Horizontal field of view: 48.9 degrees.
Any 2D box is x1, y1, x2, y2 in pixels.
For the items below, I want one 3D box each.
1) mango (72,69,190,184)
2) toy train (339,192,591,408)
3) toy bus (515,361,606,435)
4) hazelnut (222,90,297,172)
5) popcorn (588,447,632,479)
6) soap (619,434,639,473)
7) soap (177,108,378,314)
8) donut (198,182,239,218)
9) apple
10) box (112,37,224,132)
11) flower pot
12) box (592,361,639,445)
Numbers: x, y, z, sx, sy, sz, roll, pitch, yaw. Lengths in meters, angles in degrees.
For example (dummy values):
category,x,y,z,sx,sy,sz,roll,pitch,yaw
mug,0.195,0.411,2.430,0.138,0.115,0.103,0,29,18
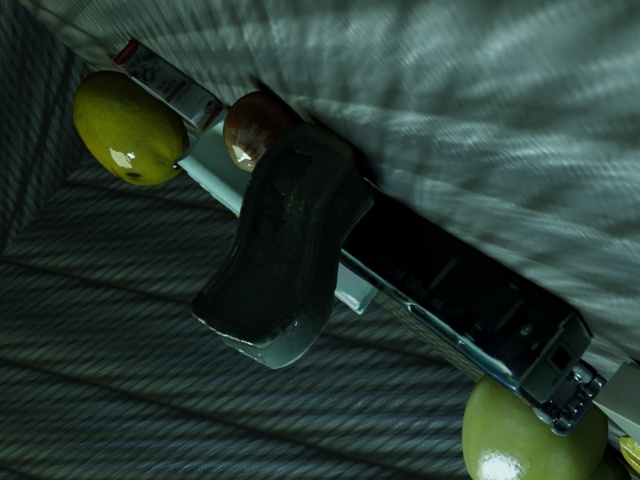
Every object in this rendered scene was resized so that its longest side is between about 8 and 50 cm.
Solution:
category,x,y,z,sx,sy,sz,roll,pitch,yaw
mango,-0.488,-0.296,1.745,0.445,0.220,0.301,41,-179,42
toy train,0.089,0.022,0.750,0.409,0.086,0.089,36,177,45
toy bus,0.227,0.132,0.796,0.174,0.079,0.077,40,-174,5
hazelnut,-0.065,-0.110,0.744,0.086,0.086,0.086,40,176,3
popcorn,0.434,0.451,1.300,0.293,0.237,0.293,41,180,0
soap,0.441,0.299,0.948,0.089,0.033,0.168,34,172,40
soap,-0.038,-0.039,1.064,0.347,0.115,0.208,39,177,17
donut,-0.174,-0.119,1.502,0.226,0.114,0.226,39,177,3
apple,0.281,0.255,0.937,0.200,0.200,0.200,40,176,3
box,-0.242,-0.246,1.107,0.218,0.055,0.039,37,174,29
flower pot,-0.029,0.005,0.692,0.103,0.229,0.108,18,165,17
box,0.306,0.166,0.551,0.130,0.051,0.129,40,177,-14
